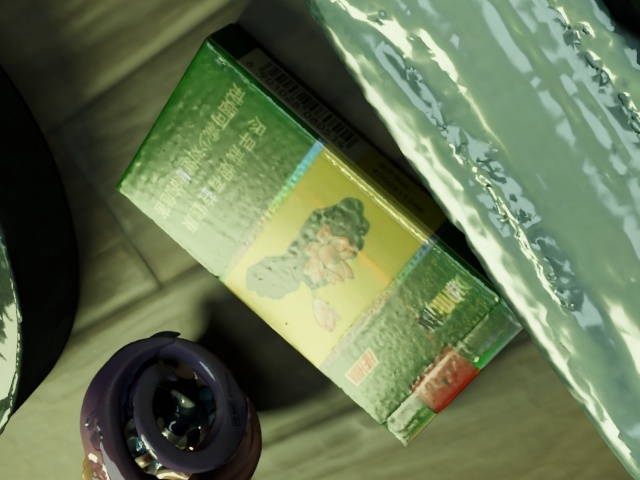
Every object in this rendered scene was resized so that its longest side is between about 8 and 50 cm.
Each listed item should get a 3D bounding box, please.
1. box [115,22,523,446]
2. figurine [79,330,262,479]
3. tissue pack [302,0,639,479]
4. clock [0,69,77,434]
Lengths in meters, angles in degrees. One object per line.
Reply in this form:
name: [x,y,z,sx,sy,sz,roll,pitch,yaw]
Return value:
box: [0.000,0.000,0.801,0.235,0.034,0.132,41,128,5]
figurine: [-0.097,0.130,0.896,0.157,0.114,0.126,110,143,-65]
tissue pack: [0.125,-0.098,0.495,0.103,0.315,0.228,-27,101,39]
clock: [-0.338,-0.018,0.964,0.386,0.076,0.386,14,122,24]
